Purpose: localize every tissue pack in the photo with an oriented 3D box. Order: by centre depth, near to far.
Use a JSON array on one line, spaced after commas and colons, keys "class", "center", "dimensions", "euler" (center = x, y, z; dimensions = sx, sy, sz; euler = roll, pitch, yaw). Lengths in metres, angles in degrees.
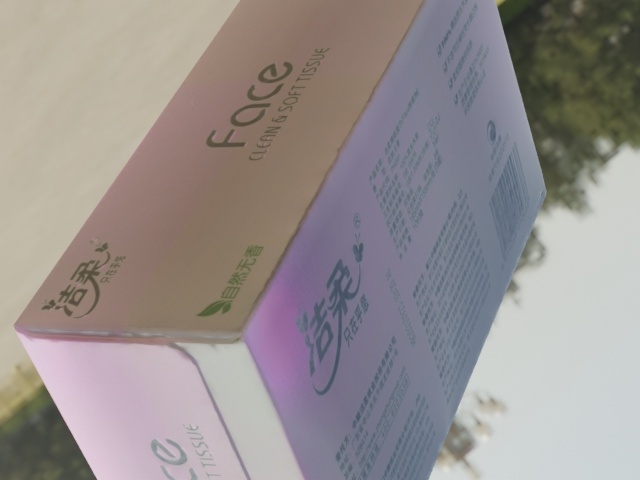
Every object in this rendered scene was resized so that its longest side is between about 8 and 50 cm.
[{"class": "tissue pack", "center": [0.000, 0.000, 0.622], "dimensions": [0.092, 0.148, 0.246], "euler": [1, -140, 27]}]
